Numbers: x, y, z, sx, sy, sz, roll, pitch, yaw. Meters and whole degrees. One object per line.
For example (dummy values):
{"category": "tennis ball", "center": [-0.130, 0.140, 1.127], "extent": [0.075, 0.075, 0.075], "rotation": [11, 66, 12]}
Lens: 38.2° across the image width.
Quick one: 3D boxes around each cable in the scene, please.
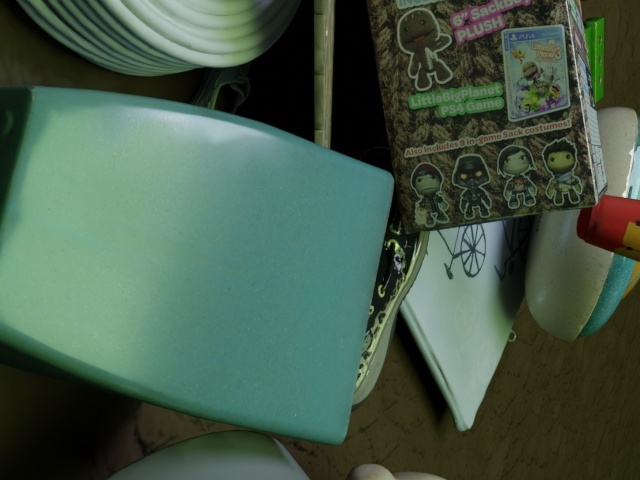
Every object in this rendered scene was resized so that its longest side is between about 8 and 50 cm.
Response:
{"category": "cable", "center": [-0.088, -0.226, 0.541], "extent": [0.257, 0.089, 0.257], "rotation": [44, 59, -50]}

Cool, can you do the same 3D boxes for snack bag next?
{"category": "snack bag", "center": [0.164, -0.005, 1.004], "extent": [0.342, 0.037, 0.323], "rotation": [-61, 140, -31]}

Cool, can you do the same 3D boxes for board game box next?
{"category": "board game box", "center": [0.136, -0.166, 0.744], "extent": [0.232, 0.141, 0.291], "rotation": [-15, 96, -71]}

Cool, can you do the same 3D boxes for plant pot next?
{"category": "plant pot", "center": [-0.103, 0.008, 0.501], "extent": [0.234, 0.165, 0.166], "rotation": [20, 79, -51]}

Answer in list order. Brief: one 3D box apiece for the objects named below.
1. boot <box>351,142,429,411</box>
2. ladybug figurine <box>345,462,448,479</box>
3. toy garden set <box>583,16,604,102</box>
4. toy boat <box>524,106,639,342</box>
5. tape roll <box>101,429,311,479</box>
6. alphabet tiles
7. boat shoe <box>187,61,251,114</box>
{"category": "boot", "center": [0.001, 0.001, 0.720], "extent": [0.178, 0.085, 0.236], "rotation": [37, 63, -49]}
{"category": "ladybug figurine", "center": [0.029, 0.385, 0.753], "extent": [0.305, 0.162, 0.449], "rotation": [-15, 109, -54]}
{"category": "toy garden set", "center": [0.295, -0.249, 1.139], "extent": [0.244, 0.049, 0.204], "rotation": [-35, 125, -53]}
{"category": "toy boat", "center": [0.316, -0.009, 0.969], "extent": [0.318, 0.148, 0.267], "rotation": [-60, 164, -86]}
{"category": "tape roll", "center": [-0.087, 0.215, 0.540], "extent": [0.219, 0.072, 0.219], "rotation": [-28, 142, -24]}
{"category": "alphabet tiles", "center": [0.005, -0.163, 0.622], "extent": [0.198, 0.009, 0.237], "rotation": [-86, 177, -49]}
{"category": "boat shoe", "center": [-0.065, -0.105, 0.644], "extent": [0.035, 0.035, 0.100], "rotation": [55, 52, -45]}
